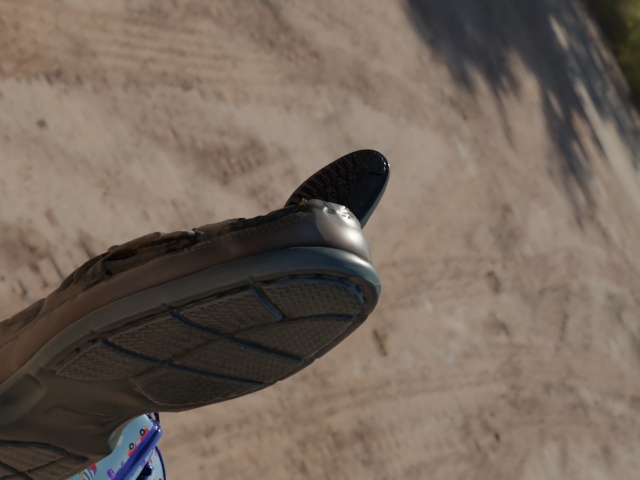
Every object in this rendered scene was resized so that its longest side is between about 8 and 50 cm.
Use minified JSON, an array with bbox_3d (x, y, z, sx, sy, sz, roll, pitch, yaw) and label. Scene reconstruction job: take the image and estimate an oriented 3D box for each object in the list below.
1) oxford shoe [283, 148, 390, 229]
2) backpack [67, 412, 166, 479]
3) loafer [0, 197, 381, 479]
[{"bbox_3d":[0.000,0.000,1.480,0.083,0.227,0.096,42,5,29],"label":"oxford shoe"},{"bbox_3d":[-0.200,0.197,1.160,0.158,0.117,0.173,-48,118,-42],"label":"backpack"},{"bbox_3d":[-0.089,0.034,0.604,0.096,0.267,0.084,23,49,-41],"label":"loafer"}]
